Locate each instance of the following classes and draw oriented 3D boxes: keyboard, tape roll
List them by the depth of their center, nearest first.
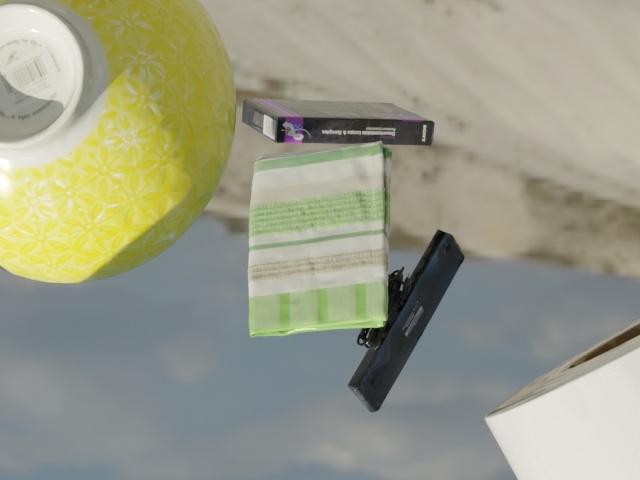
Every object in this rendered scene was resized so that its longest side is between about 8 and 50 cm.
[{"bbox_3d":[0.248,0.125,1.181,0.246,0.169,0.246,-29,177,-2],"label":"tape roll"},{"bbox_3d":[0.075,0.069,1.857,0.038,0.192,0.100,21,161,28],"label":"keyboard"}]

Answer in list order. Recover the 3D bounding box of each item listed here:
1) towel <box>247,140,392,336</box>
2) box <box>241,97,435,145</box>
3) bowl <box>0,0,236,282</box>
[{"bbox_3d":[0.000,0.000,1.439,0.113,0.152,0.023,-7,154,16],"label":"towel"},{"bbox_3d":[0.016,-0.116,1.838,0.162,0.029,0.116,-1,-167,-18],"label":"box"},{"bbox_3d":[-0.221,-0.117,1.511,0.289,0.289,0.156,3,173,9],"label":"bowl"}]
